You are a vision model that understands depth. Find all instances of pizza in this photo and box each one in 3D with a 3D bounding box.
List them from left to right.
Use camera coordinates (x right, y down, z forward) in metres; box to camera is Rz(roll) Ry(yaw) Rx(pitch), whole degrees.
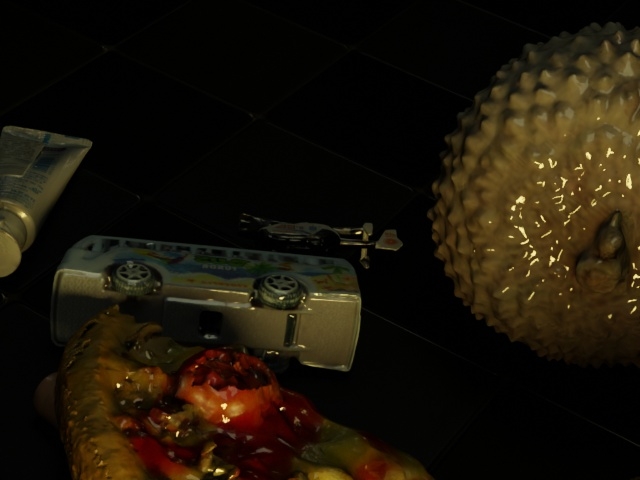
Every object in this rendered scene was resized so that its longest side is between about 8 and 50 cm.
[{"bbox_3d":[-0.050,0.192,1.486,0.406,0.130,0.440,13,22,-20],"label":"pizza"}]

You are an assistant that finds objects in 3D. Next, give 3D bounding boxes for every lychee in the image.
[{"bbox_3d":[0.313,-0.056,1.746,0.380,0.380,0.432,14,25,5],"label":"lychee"}]

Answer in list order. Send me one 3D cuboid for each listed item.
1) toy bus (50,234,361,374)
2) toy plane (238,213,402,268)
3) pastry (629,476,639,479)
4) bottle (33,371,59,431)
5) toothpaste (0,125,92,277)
[{"bbox_3d":[-0.124,0.064,1.716,0.329,0.109,0.136,6,28,-5],"label":"toy bus"},{"bbox_3d":[0.001,0.000,1.869,0.197,0.053,0.078,2,29,-4],"label":"toy plane"},{"bbox_3d":[0.347,0.299,1.448,0.103,0.189,0.189,-13,42,-31],"label":"pastry"},{"bbox_3d":[-0.227,0.187,1.568,0.140,0.053,0.053,34,43,30],"label":"bottle"},{"bbox_3d":[-0.354,-0.060,1.862,0.114,0.073,0.299,8,30,-1],"label":"toothpaste"}]
